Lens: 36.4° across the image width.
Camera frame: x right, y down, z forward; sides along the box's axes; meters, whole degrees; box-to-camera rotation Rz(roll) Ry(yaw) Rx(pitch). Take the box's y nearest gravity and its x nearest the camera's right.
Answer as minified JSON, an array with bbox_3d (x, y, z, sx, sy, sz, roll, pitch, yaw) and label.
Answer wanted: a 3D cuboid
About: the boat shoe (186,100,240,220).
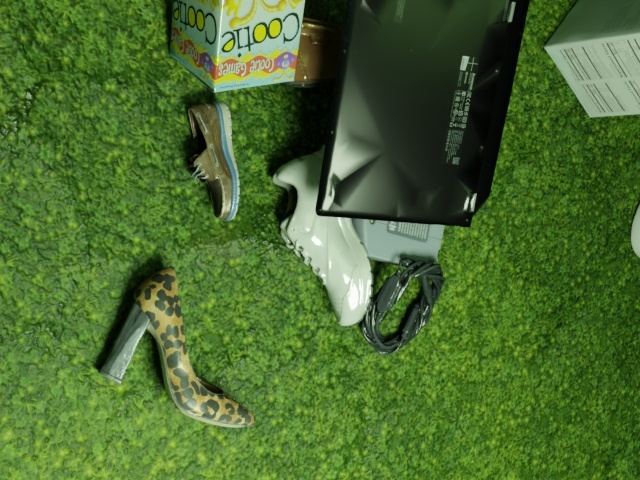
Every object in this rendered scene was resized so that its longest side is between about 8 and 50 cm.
[{"bbox_3d":[-0.168,-0.118,1.475,0.066,0.066,0.183,-7,86,-29],"label":"boat shoe"}]

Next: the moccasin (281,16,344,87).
[{"bbox_3d":[0.093,-0.332,1.601,0.380,0.139,0.147,-6,105,-24],"label":"moccasin"}]

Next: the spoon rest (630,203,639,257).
[{"bbox_3d":[0.740,-0.088,2.083,0.137,0.084,0.276,18,96,-32],"label":"spoon rest"}]

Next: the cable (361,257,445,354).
[{"bbox_3d":[0.143,0.114,1.685,0.150,0.047,0.184,4,113,-48],"label":"cable"}]

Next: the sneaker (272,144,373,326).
[{"bbox_3d":[0.000,0.000,1.580,0.129,0.111,0.297,-16,94,-21],"label":"sneaker"}]

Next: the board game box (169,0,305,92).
[{"bbox_3d":[-0.113,-0.370,1.377,0.144,0.142,0.275,-15,131,-32],"label":"board game box"}]

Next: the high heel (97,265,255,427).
[{"bbox_3d":[-0.177,0.164,1.456,0.261,0.093,0.186,29,83,-22],"label":"high heel"}]

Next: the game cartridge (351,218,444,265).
[{"bbox_3d":[0.143,-0.107,1.680,0.198,0.062,0.297,14,84,-33],"label":"game cartridge"}]

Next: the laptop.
[{"bbox_3d":[0.181,-0.238,1.579,0.408,0.236,0.382,3,106,-18],"label":"laptop"}]

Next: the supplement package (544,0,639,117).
[{"bbox_3d":[0.619,-0.378,1.862,0.198,0.262,0.199,48,68,-27],"label":"supplement package"}]
